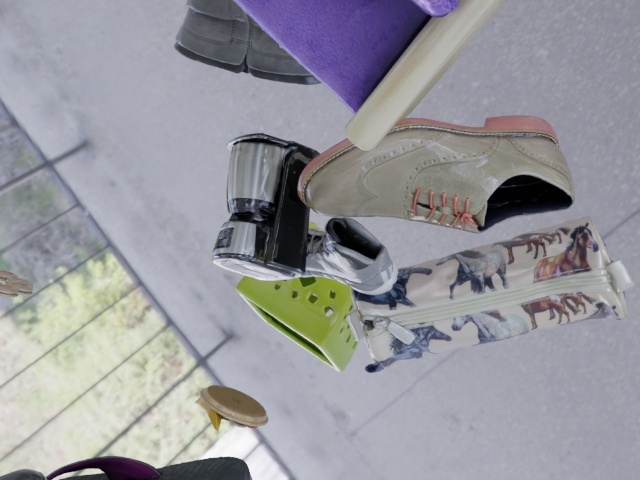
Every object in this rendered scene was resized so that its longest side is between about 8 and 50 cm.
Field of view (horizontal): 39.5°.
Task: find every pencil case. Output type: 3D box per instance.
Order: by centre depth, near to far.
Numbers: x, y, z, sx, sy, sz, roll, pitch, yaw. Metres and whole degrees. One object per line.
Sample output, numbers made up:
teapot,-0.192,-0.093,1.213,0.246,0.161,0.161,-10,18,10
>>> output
pencil case,0.247,0.082,1.332,0.410,0.183,0.160,-14,103,15

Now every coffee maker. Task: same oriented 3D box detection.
coffee maker,-0.055,-0.038,1.213,0.171,0.178,0.120,9,168,-12

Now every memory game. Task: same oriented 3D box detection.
memory game,-0.461,0.044,1.150,0.186,0.186,0.012,16,93,31

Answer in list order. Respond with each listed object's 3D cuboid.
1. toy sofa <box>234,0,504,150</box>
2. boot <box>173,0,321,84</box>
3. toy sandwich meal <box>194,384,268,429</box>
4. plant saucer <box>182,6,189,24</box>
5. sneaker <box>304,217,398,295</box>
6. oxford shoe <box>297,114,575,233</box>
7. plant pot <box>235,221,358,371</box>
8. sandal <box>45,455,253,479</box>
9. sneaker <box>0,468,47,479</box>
toy sofa,-0.045,-0.241,0.643,0.362,0.177,0.150,44,119,5
boot,-0.128,-0.300,0.937,0.338,0.118,0.223,24,116,14
toy sandwich meal,-0.094,0.178,0.927,0.085,0.085,0.029,28,98,22
plant saucer,-0.053,-0.385,1.349,0.332,0.332,0.084,-3,108,41
sneaker,0.000,0.000,1.292,0.228,0.086,0.132,12,152,17
oxford shoe,0.148,-0.071,1.100,0.123,0.348,0.130,88,169,-49
plant pot,-0.005,0.106,1.817,0.228,0.207,0.227,31,169,21
sandal,-0.324,0.387,1.363,0.445,0.168,0.107,-14,117,7
sneaker,-0.316,0.208,0.575,0.130,0.286,0.109,48,138,25
